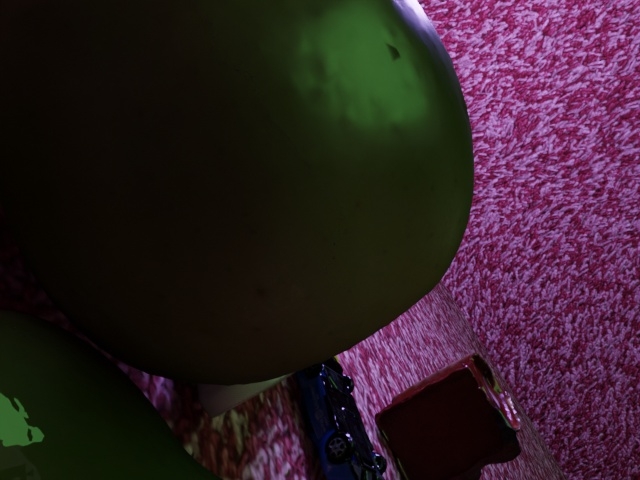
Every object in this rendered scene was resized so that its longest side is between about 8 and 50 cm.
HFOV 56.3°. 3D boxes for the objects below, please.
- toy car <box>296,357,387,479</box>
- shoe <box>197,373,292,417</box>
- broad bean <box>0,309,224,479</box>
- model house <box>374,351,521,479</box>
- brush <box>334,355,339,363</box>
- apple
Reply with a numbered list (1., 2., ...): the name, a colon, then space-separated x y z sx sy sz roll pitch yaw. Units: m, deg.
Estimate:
1. toy car: 0.016 0.228 0.773 0.103 0.063 0.216 44 15 -44
2. shoe: -0.082 0.054 0.687 0.160 0.132 0.363 57 11 -7
3. broad bean: -0.142 0.157 0.356 0.263 0.121 0.189 46 11 5
4. model house: 0.230 0.304 1.047 0.160 0.196 0.254 59 14 9
5. brush: 0.003 0.175 0.912 0.083 0.021 0.018 47 20 -53
6. apple: -0.067 -0.071 0.461 0.357 0.357 0.357 52 16 -22
